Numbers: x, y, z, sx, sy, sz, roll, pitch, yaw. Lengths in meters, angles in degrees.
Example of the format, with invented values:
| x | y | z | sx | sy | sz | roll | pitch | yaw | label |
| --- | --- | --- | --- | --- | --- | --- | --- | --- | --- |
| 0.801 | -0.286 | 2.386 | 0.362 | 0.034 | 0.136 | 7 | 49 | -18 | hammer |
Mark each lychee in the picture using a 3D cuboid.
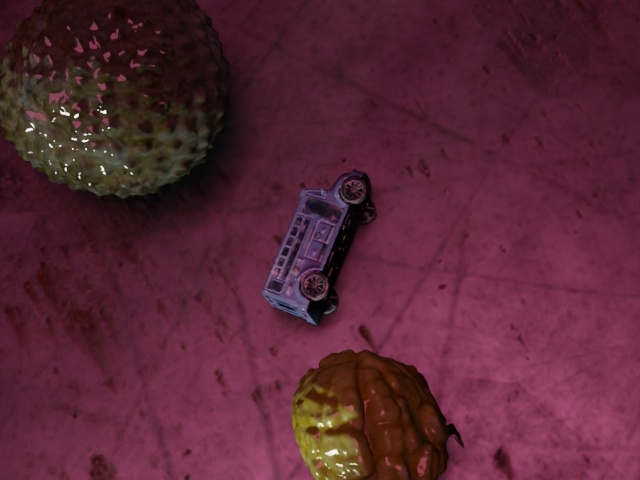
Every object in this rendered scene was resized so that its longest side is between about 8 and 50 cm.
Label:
| x | y | z | sx | sy | sz | roll | pitch | yaw | label |
| --- | --- | --- | --- | --- | --- | --- | --- | --- | --- |
| -0.229 | -0.170 | 1.164 | 0.255 | 0.274 | 0.255 | 4 | 98 | 28 | lychee |

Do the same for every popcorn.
| x | y | z | sx | sy | sz | roll | pitch | yaw | label |
| --- | --- | --- | --- | --- | --- | --- | --- | --- | --- |
| 0.055 | 0.187 | 1.047 | 0.142 | 0.173 | 0.173 | -45 | 70 | 1 | popcorn |

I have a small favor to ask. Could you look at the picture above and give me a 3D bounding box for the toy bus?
| x | y | z | sx | sy | sz | roll | pitch | yaw | label |
| --- | --- | --- | --- | --- | --- | --- | --- | --- | --- |
| 0.000 | 0.000 | 1.157 | 0.076 | 0.073 | 0.167 | 18 | 76 | 17 | toy bus |
